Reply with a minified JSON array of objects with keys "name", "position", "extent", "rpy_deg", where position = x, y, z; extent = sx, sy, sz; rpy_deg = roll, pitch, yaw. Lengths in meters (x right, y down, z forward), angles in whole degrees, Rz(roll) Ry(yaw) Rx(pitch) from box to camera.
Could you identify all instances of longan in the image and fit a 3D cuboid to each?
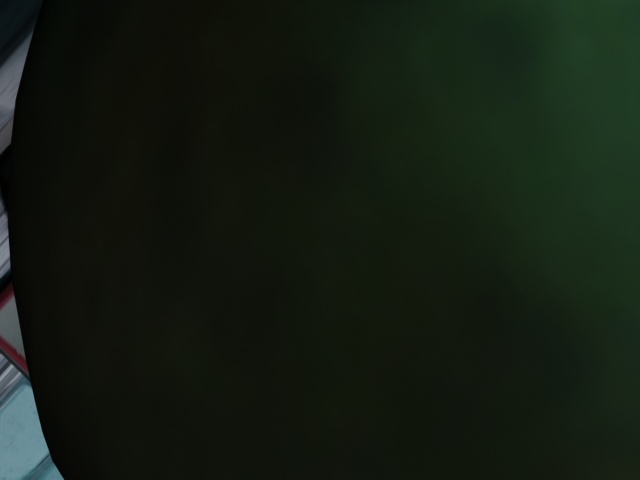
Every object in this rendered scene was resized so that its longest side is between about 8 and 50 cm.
[{"name":"longan","position":[0.092,-0.014,0.481],"extent":[0.361,0.361,0.361],"rpy_deg":[-48,-178,2]}]

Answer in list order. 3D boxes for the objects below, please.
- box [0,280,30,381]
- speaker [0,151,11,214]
[{"name":"box","position":[-0.019,0.057,1.272],"extent":[0.300,0.312,0.314],"rpy_deg":[-47,-179,-9]},{"name":"speaker","position":[0.000,0.000,0.844],"extent":[0.184,0.232,0.254],"rpy_deg":[-47,-179,-9]}]
